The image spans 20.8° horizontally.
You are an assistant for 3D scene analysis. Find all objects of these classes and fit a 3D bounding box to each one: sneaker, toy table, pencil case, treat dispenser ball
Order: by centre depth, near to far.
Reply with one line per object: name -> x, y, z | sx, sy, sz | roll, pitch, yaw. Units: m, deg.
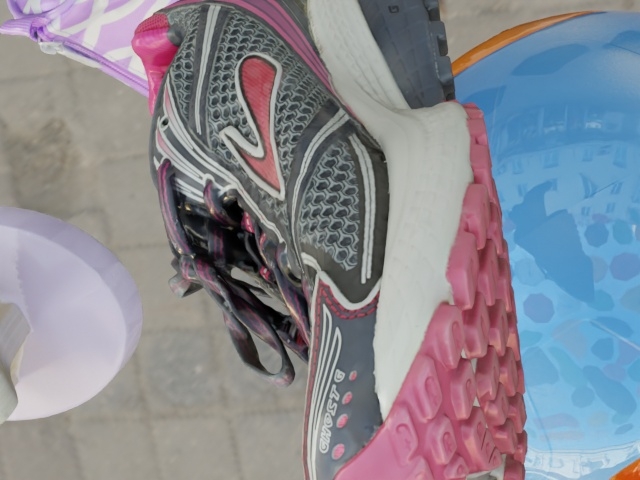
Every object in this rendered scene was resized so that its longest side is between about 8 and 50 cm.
sneaker -> 0.000, 0.000, 0.570 | 0.112, 0.299, 0.121 | -11, 120, -1
pencil case -> -0.053, -0.090, 0.831 | 0.206, 0.088, 0.086 | 29, 157, -34
treat dispenser ball -> 0.156, 0.019, 0.952 | 0.288, 0.288, 0.288 | 7, 113, 16
toy table -> -0.279, 0.088, 1.258 | 0.274, 0.161, 0.252 | -25, 107, 40
